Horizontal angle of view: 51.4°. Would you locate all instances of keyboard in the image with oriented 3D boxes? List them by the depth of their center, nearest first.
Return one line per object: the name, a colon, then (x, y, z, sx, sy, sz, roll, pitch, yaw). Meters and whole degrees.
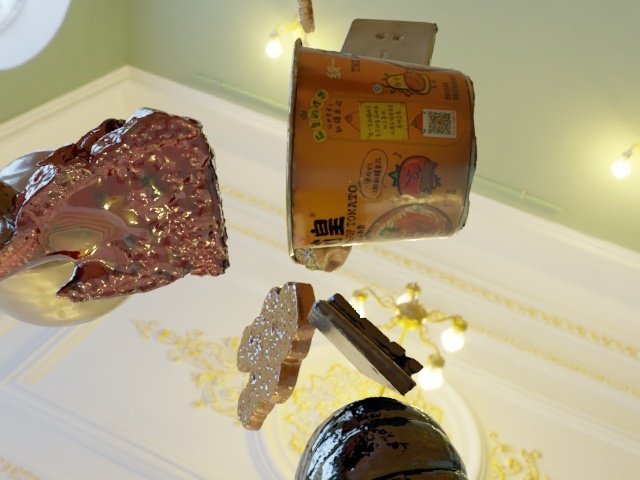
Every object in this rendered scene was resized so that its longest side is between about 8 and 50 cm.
keyboard: (0.032, 0.097, 0.631, 0.106, 0.317, 0.027, 44, -98, 4)

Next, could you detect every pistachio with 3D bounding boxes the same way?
pistachio: (-0.419, -0.011, 1.079, 0.366, 0.281, 0.446, -16, -164, -33)

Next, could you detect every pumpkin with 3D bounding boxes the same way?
pumpkin: (0.044, 0.210, 0.474, 0.150, 0.194, 0.194, 9, -149, -41)

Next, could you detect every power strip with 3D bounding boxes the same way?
power strip: (0.141, -0.382, 1.420, 0.199, 0.064, 0.213, 11, -120, 14)

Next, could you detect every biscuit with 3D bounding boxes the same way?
biscuit: (-0.077, 0.187, 1.132, 0.047, 0.333, 0.201, 9, -129, -20)
biscuit: (-0.042, -0.569, 1.422, 0.035, 0.253, 0.254, -8, -143, 0)

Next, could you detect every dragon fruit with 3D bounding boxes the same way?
dragon fruit: (-0.157, -0.018, 0.445, 0.192, 0.122, 0.092, -25, -144, -4)

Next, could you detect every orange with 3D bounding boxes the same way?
orange: (0.000, 0.000, 0.884, 0.086, 0.062, 0.086, 1, -118, -2)

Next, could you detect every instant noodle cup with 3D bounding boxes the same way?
instant noodle cup: (0.054, -0.087, 0.662, 0.173, 0.215, 0.215, 2, -144, 0)
